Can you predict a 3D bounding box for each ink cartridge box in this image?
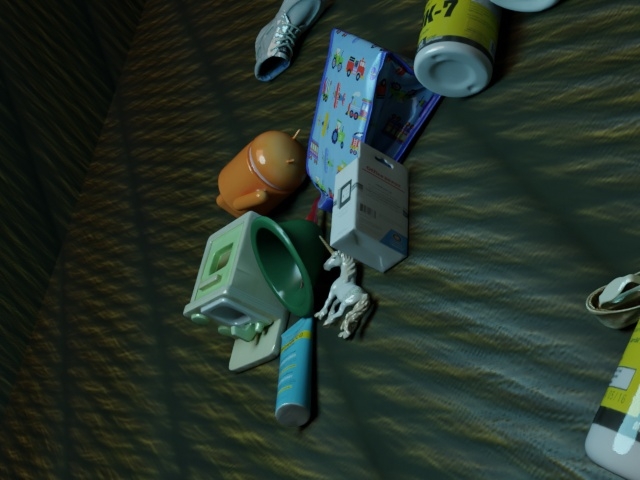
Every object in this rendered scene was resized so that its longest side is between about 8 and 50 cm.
[{"bbox_3d":[0.077,-0.053,1.543,0.060,0.104,0.180,-39,34,40],"label":"ink cartridge box"}]

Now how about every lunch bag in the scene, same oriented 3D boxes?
[{"bbox_3d":[0.060,-0.183,1.696,0.293,0.138,0.221,-67,28,12],"label":"lunch bag"}]

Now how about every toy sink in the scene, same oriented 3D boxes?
[{"bbox_3d":[-0.141,0.091,1.766,0.153,0.131,0.234,-28,42,50],"label":"toy sink"}]

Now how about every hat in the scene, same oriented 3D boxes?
[{"bbox_3d":[0.000,0.000,1.674,0.208,0.184,0.173,56,154,18],"label":"hat"}]

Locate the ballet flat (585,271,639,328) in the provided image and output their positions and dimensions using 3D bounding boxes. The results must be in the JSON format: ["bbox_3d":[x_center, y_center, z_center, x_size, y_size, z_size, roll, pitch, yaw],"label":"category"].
[{"bbox_3d":[0.343,0.045,1.026,0.168,0.052,0.057,-37,35,40],"label":"ballet flat"}]

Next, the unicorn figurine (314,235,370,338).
[{"bbox_3d":[0.034,0.081,1.558,0.162,0.060,0.111,36,97,47],"label":"unicorn figurine"}]

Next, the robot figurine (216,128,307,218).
[{"bbox_3d":[-0.109,-0.123,1.921,0.219,0.158,0.128,-39,76,39],"label":"robot figurine"}]

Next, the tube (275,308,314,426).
[{"bbox_3d":[-0.038,0.198,1.582,0.080,0.052,0.207,-36,28,25],"label":"tube"}]

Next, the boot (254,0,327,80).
[{"bbox_3d":[-0.066,-0.451,2.220,0.258,0.095,0.123,-41,38,51],"label":"boot"}]

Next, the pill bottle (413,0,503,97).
[{"bbox_3d":[0.216,-0.335,1.548,0.119,0.119,0.208,-27,43,50],"label":"pill bottle"}]

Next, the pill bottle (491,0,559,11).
[{"bbox_3d":[0.315,-0.462,1.476,0.131,0.131,0.229,-15,52,56],"label":"pill bottle"}]

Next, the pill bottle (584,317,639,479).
[{"bbox_3d":[0.364,0.065,0.816,0.188,0.188,0.334,16,79,63],"label":"pill bottle"}]
